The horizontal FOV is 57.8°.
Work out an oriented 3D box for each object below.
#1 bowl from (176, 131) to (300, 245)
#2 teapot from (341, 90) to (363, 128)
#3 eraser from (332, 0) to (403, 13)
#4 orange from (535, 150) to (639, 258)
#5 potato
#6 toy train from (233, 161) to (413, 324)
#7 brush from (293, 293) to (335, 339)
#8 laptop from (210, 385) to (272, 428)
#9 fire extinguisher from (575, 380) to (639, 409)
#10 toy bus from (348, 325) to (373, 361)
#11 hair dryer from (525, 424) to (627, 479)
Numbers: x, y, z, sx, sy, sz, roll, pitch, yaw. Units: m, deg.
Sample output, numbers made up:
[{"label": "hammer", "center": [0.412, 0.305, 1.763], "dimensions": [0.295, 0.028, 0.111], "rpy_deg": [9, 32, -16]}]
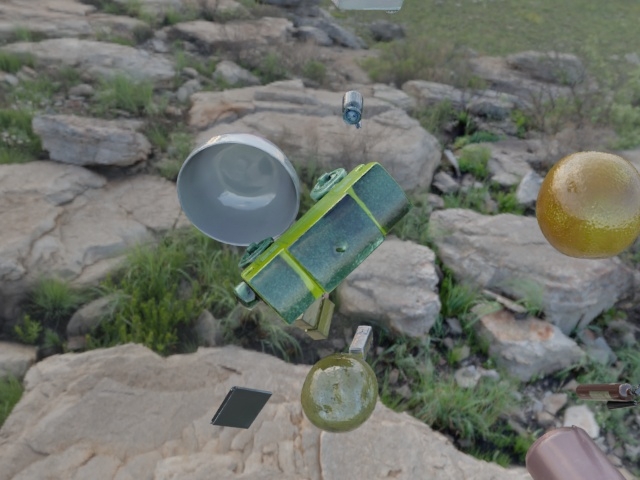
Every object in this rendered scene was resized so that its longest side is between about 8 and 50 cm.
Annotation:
[{"label": "bowl", "center": [-0.188, -0.141, 1.391], "dimensions": [0.286, 0.287, 0.144], "rpy_deg": [5, 38, -2]}, {"label": "teapot", "center": [0.072, -0.296, 1.316], "dimensions": [0.049, 0.064, 0.083], "rpy_deg": [5, 47, 3]}, {"label": "eraser", "center": [0.028, -0.480, 0.940], "dimensions": [0.130, 0.086, 0.287], "rpy_deg": [-9, 51, -28]}, {"label": "orange", "center": [0.572, -0.072, 1.228], "dimensions": [0.236, 0.236, 0.236], "rpy_deg": [4, 38, -3]}, {"label": "potato", "center": [0.045, 0.298, 1.165], "dimensions": [0.157, 0.157, 0.194], "rpy_deg": [19, 3, 15]}, {"label": "toy train", "center": [0.000, 0.000, 1.264], "dimensions": [0.442, 0.179, 0.272], "rpy_deg": [-43, 14, -8]}, {"label": "brush", "center": [-0.003, 0.131, 1.509], "dimensions": [0.047, 0.103, 0.233], "rpy_deg": [-15, 46, 39]}, {"label": "laptop", "center": [-0.235, 0.495, 1.714], "dimensions": [0.129, 0.180, 0.016], "rpy_deg": [16, 33, -27]}, {"label": "fire extinguisher", "center": [0.488, 0.261, 0.970], "dimensions": [0.035, 0.173, 0.049], "rpy_deg": [-10, 76, -8]}, {"label": "toy bus", "center": [0.131, 0.334, 1.860], "dimensions": [0.057, 0.072, 0.172], "rpy_deg": [1, 19, 15]}, {"label": "hair dryer", "center": [0.363, 0.496, 0.962], "dimensions": [0.125, 0.352, 0.210], "rpy_deg": [32, 17, -35]}]
